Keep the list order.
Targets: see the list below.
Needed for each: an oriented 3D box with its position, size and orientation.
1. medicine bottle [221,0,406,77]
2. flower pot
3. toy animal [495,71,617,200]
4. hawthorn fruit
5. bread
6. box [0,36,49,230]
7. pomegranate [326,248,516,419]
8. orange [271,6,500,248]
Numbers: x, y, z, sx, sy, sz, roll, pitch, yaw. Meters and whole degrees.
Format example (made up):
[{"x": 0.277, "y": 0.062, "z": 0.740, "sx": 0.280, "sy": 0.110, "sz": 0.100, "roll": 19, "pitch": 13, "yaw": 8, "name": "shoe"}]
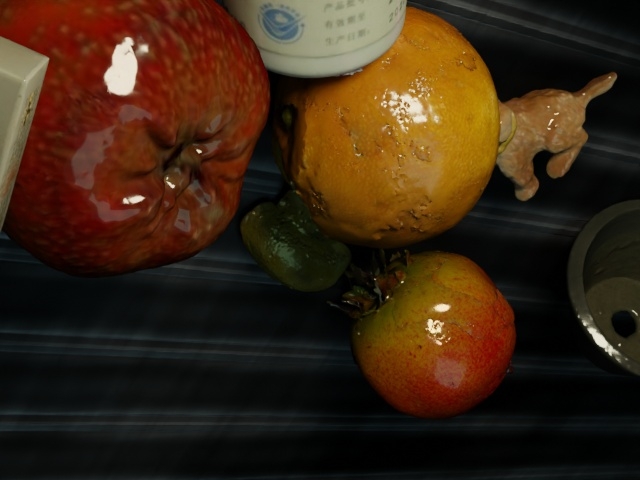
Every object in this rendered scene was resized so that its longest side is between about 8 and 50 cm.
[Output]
[{"x": -0.009, "y": -0.292, "z": 1.057, "sx": 0.170, "sy": 0.170, "sz": 0.293, "roll": -20, "pitch": 140, "yaw": -15, "name": "medicine bottle"}, {"x": 0.449, "y": 0.092, "z": 1.758, "sx": 0.269, "sy": 0.269, "sz": 0.166, "roll": -20, "pitch": 161, "yaw": -15, "name": "flower pot"}, {"x": 0.224, "y": -0.150, "z": 1.430, "sx": 0.185, "sy": 0.104, "sz": 0.184, "roll": 21, "pitch": 120, "yaw": -40, "name": "toy animal"}, {"x": -0.195, "y": -0.118, "z": 1.062, "sx": 0.275, "sy": 0.299, "sz": 0.275, "roll": -53, "pitch": 170, "yaw": -13, "name": "hawthorn fruit"}, {"x": 0.000, "y": 0.000, "z": 1.469, "sx": 0.149, "sy": 0.065, "sz": 0.188, "roll": -39, "pitch": 140, "yaw": 1, "name": "bread"}, {"x": -0.393, "y": -0.116, "z": 0.916, "sx": 0.365, "sy": 0.051, "sz": 0.204, "roll": 24, "pitch": 125, "yaw": -2, "name": "box"}, {"x": 0.129, "y": 0.109, "z": 1.561, "sx": 0.235, "sy": 0.210, "sz": 0.210, "roll": 37, "pitch": 108, "yaw": -23, "name": "pomegranate"}, {"x": 0.063, "y": -0.111, "z": 1.253, "sx": 0.240, "sy": 0.240, "sz": 0.240, "roll": -19, "pitch": 140, "yaw": -16, "name": "orange"}]
